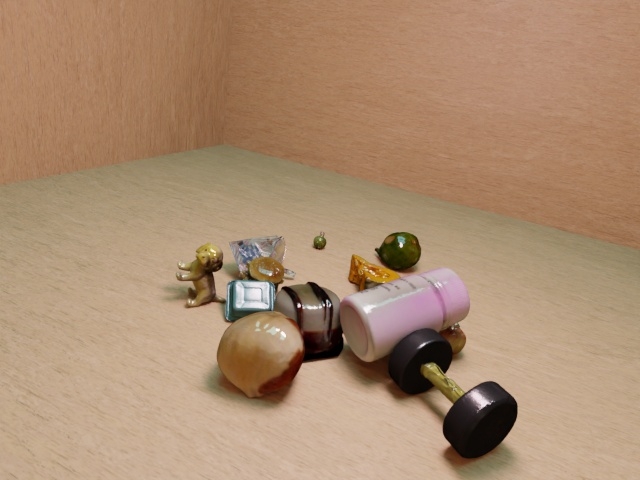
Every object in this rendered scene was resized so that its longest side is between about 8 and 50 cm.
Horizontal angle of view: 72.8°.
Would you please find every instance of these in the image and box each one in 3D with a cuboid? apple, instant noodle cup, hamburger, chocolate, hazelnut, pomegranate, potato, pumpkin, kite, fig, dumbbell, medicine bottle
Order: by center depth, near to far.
[{"bbox_3d":[0.358,0.414,1.217,0.203,0.204,0.322,-4,26,-28],"label":"dumbbell"},{"bbox_3d":[-0.166,0.324,1.246,0.260,0.241,0.261,12,-6,1],"label":"hazelnut"},{"bbox_3d":[0.274,0.229,1.416,0.388,0.219,0.219,-17,31,-22],"label":"medicine bottle"},{"bbox_3d":[-0.044,0.251,1.472,0.283,0.186,0.284,8,23,-3],"label":"chocolate"},{"bbox_3d":[0.447,0.346,1.535,0.126,0.102,0.126,23,17,-7],"label":"apple"},{"bbox_3d":[-0.247,0.207,1.550,0.179,0.070,0.157,3,62,-13],"label":"instant noodle cup"},{"bbox_3d":[-0.231,0.136,1.697,0.184,0.131,0.159,2,46,-27],"label":"hamburger"},{"bbox_3d":[0.192,0.177,1.802,0.280,0.139,0.190,22,25,32],"label":"pumpkin"},{"bbox_3d":[-0.247,0.087,1.827,0.314,0.011,0.335,28,48,-12],"label":"kite"},{"bbox_3d":[-0.250,0.095,1.923,0.120,0.100,0.261,-21,15,46],"label":"potato"},{"bbox_3d":[0.376,0.053,2.149,0.195,0.196,0.244,-11,-5,-39],"label":"fig"},{"bbox_3d":[0.002,0.003,2.215,0.073,0.073,0.085,20,55,25],"label":"pomegranate"}]

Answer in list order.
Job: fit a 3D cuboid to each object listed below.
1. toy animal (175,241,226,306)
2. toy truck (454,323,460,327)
[{"bbox_3d":[-0.434,0.126,1.580,0.168,0.234,0.121,-4,19,-9],"label":"toy animal"},{"bbox_3d":[0.452,0.319,1.672,0.175,0.081,0.067,21,18,-21],"label":"toy truck"}]
